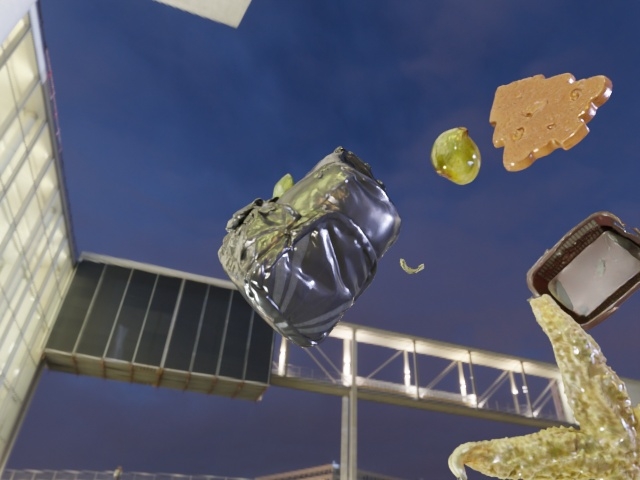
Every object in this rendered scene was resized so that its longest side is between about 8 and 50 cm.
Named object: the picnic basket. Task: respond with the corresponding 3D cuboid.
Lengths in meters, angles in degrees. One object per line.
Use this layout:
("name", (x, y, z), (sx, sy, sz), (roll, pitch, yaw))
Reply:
("picnic basket", (0.719, 0.085, 1.256), (0.297, 0.222, 0.129), (-50, -32, 17))

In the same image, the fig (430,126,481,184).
("fig", (0.348, -0.214, 1.227), (0.121, 0.136, 0.153), (-39, -38, 8))

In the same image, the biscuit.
("biscuit", (0.521, -0.308, 1.140), (0.284, 0.306, 0.043), (-42, -53, 16))

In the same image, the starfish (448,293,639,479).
("starfish", (0.444, 0.264, 0.758), (0.432, 0.323, 0.082), (9, -3, 6))

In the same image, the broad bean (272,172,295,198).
("broad bean", (-0.126, -0.025, 1.221), (0.056, 0.318, 0.098), (21, -10, -37))

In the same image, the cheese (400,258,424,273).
("cheese", (0.296, 0.088, 1.524), (0.084, 0.041, 0.060), (14, 0, 0))

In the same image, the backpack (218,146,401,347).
("backpack", (0.000, 0.000, 1.124), (0.363, 0.446, 0.255), (53, -12, -29))
